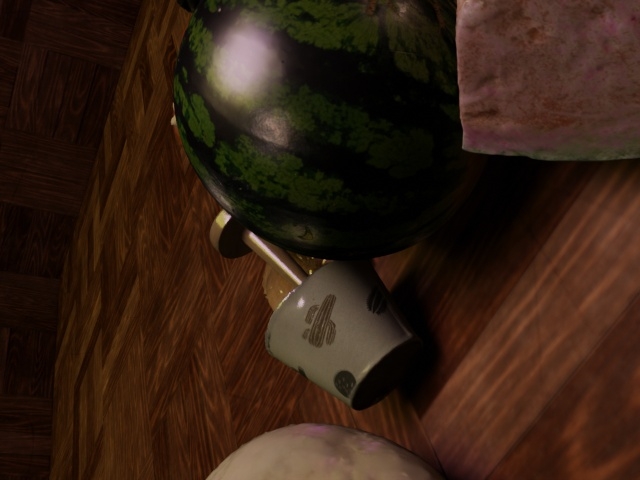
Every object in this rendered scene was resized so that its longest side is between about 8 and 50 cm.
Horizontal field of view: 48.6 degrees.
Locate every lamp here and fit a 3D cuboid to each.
[{"bbox_3d":[-0.011,0.048,0.633,0.215,0.121,0.121,42,121,28],"label":"lamp"}]

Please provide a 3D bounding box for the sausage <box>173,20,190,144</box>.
[{"bbox_3d":[-0.196,-0.258,1.214,0.113,0.114,0.259,-41,44,52],"label":"sausage"}]

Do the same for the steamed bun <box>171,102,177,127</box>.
[{"bbox_3d":[-0.087,-0.247,0.961,0.295,0.137,0.292,-58,31,25],"label":"steamed bun"}]

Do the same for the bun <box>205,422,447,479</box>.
[{"bbox_3d":[-0.018,0.308,0.483,0.361,0.213,0.360,-35,49,52],"label":"bun"}]

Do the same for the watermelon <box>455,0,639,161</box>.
[{"bbox_3d":[0.193,-0.207,0.302,0.293,0.319,0.222,1,56,23],"label":"watermelon"}]

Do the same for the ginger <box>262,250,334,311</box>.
[{"bbox_3d":[0.002,0.003,0.741,0.137,0.074,0.213,40,111,51],"label":"ginger"}]

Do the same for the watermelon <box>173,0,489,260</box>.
[{"bbox_3d":[0.018,-0.114,0.545,0.269,0.269,0.268,-37,47,54],"label":"watermelon"}]
